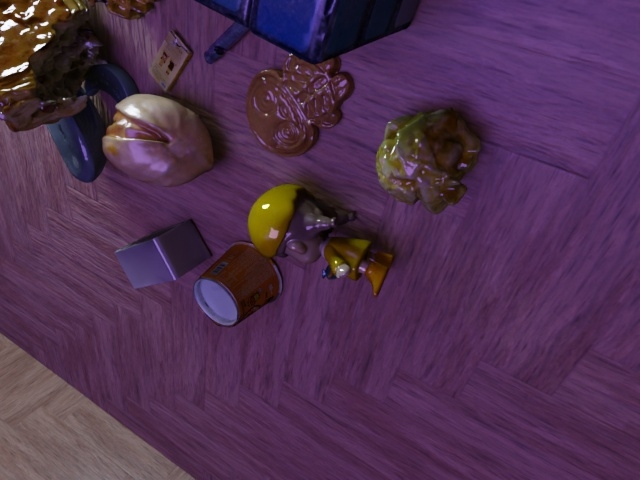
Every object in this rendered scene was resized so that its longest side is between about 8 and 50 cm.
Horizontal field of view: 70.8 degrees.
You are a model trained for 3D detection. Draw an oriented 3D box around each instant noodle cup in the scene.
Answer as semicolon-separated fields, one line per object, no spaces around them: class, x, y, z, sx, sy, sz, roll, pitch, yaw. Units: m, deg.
instant noodle cup;-0.243;0.134;1.286;0.216;0.172;0.215;17;125;26

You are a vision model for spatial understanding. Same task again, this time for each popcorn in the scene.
popcorn;0.197;-0.144;0.829;0.188;0.185;0.167;3;137;22

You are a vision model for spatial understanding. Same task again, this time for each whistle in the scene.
whistle;-0.201;-0.449;0.998;0.177;0.033;0.033;-22;104;40

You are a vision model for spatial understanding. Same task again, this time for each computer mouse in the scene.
computer mouse;-0.734;-0.357;1.345;0.188;0.122;0.370;-18;99;43

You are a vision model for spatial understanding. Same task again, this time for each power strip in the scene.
power strip;-0.566;-0.412;1.252;0.216;0.044;0.137;33;130;13

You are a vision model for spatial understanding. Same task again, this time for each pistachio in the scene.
pistachio;-0.411;-0.248;1.146;0.309;0.230;0.229;20;126;27

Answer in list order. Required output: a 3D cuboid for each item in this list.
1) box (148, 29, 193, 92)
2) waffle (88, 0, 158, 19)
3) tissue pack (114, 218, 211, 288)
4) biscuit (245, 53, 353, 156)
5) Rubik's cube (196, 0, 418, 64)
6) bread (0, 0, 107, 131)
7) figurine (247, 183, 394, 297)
box;-0.375;-0.445;1.122;0.149;0.020;0.073;-34;95;42
waffle;-0.512;-0.617;1.007;0.310;0.065;0.283;-2;144;27
tissue pack;-0.494;0.043;1.406;0.246;0.159;0.135;-12;108;38
biscuit;-0.056;-0.297;0.992;0.289;0.044;0.202;-19;106;41
Rubik's cube;-0.016;-0.502;0.632;0.359;0.363;0.362;32;129;16
bread;-0.707;-0.462;1.139;0.370;0.314;0.191;56;161;8
figurine;0.000;0.000;1.032;0.344;0.215;0.187;26;97;8
